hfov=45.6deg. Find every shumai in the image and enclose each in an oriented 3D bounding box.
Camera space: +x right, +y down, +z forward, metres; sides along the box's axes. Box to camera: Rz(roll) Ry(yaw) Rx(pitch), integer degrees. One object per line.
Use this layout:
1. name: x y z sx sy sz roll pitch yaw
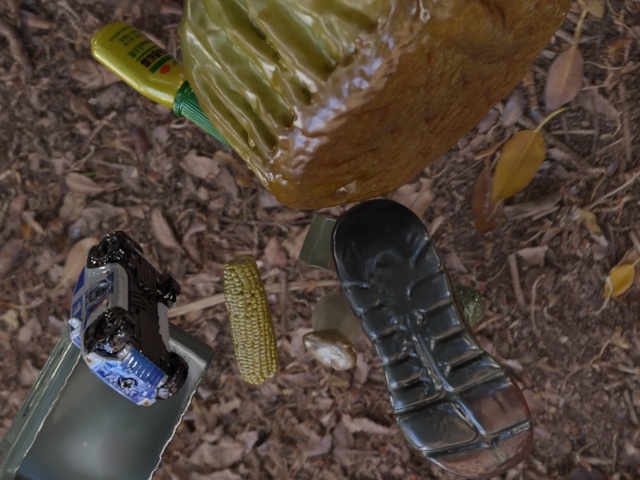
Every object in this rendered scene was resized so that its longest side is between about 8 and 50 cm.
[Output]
1. shumai: 0.240 0.126 1.287 0.082 0.080 0.083 -22 115 19

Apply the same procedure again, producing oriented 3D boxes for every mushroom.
1. mushroom: 0.028 0.147 1.288 0.088 0.212 0.097 -23 105 10

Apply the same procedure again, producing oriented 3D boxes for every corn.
1. corn: -0.149 0.184 1.657 0.102 0.101 0.310 4 113 25

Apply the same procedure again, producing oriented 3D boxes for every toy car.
1. toy car: -0.164 0.060 0.632 0.070 0.170 0.080 -33 127 9

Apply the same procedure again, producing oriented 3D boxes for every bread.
1. bread: 0.042 -0.132 0.461 0.227 0.253 0.142 -44 81 21

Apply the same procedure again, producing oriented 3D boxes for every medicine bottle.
1. medicine bottle: -0.262 -0.272 1.349 0.309 0.111 0.076 38 134 -1

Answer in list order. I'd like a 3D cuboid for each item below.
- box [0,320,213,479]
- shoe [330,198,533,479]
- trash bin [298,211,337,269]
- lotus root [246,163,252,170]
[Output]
1. box: -0.221 0.167 0.770 0.135 0.243 0.163 31 157 -17
2. shoe: 0.096 0.096 0.737 0.114 0.137 0.290 -28 92 -1
3. trash bin: 0.000 0.000 1.384 0.043 0.061 0.092 16 97 -23
4. lotus root: -0.079 -0.242 1.648 0.123 0.124 0.241 25 85 -7
